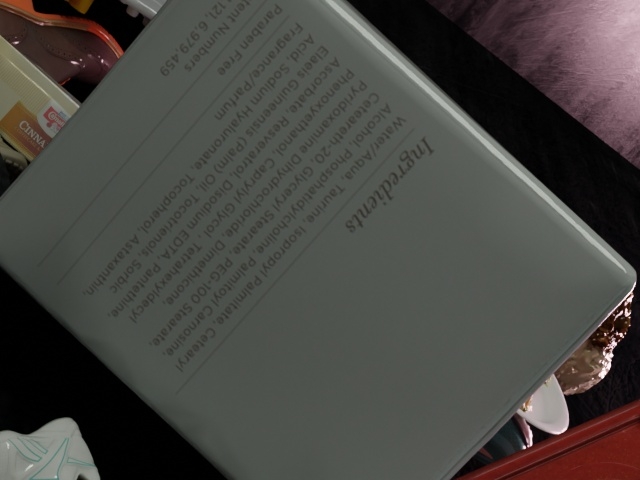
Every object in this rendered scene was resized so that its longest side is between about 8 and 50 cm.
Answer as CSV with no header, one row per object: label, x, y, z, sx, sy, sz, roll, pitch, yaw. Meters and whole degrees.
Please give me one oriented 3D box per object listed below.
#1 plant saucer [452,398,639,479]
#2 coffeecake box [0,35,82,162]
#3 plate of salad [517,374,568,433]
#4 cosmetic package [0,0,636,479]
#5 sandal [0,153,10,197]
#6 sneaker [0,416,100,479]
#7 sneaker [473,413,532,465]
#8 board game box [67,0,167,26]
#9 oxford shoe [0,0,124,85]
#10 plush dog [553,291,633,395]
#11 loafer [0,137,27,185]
plant saucer,0.279,0.283,1.240,0.048,0.258,0.259,82,-18,-51
coffeecake box,-0.257,-0.112,1.213,0.142,0.068,0.185,42,-2,1
plate of salad,0.207,0.118,1.382,0.200,0.048,0.200,39,24,-21
cosmetic package,0.000,0.000,1.089,0.393,0.327,0.329,43,8,3
sandal,-0.368,-0.028,0.867,0.107,0.168,0.446,13,8,22
sneaker,-0.206,0.166,0.899,0.061,0.054,0.152,51,24,16
sneaker,0.103,0.170,1.360,0.275,0.107,0.110,35,48,-15
board game box,-0.182,-0.254,1.575,0.390,0.050,0.390,32,8,-21
oxford shoe,-0.305,-0.193,1.384,0.271,0.097,0.098,13,69,-61
plush dog,0.253,0.106,1.573,0.225,0.262,0.211,30,57,-3
loafer,-0.358,-0.081,1.043,0.268,0.102,0.092,10,44,-51
